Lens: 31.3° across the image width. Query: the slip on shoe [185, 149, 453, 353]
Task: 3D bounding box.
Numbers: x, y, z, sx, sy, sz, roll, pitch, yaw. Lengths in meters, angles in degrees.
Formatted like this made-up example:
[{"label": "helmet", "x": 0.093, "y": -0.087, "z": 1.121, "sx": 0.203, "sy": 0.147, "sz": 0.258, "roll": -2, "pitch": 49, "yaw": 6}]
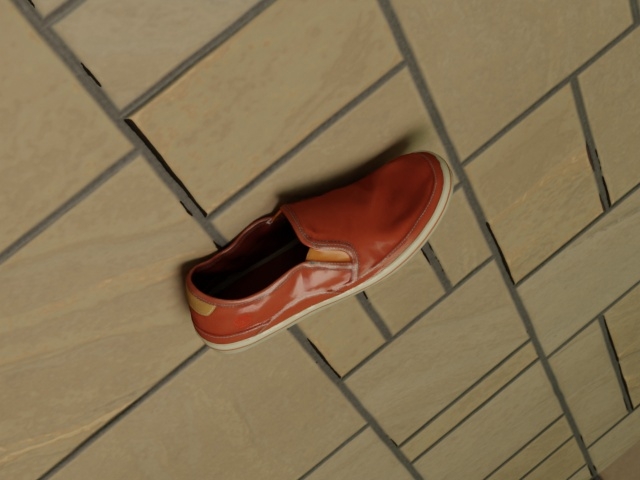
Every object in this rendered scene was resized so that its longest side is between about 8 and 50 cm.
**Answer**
[{"label": "slip on shoe", "x": 0.000, "y": 0.000, "z": 1.235, "sx": 0.331, "sy": 0.123, "sz": 0.101, "roll": -31, "pitch": 139, "yaw": -6}]
